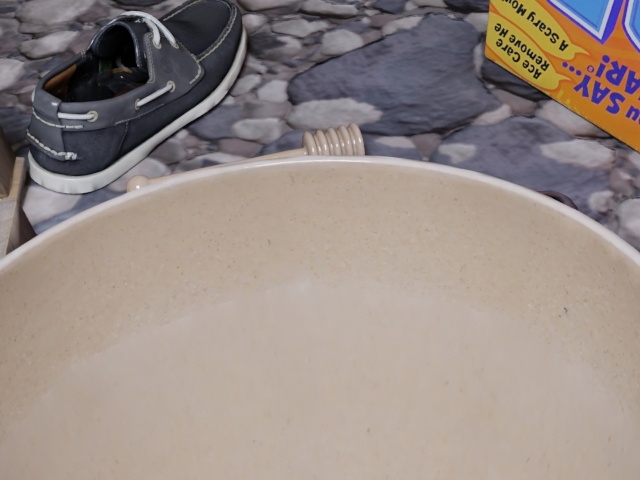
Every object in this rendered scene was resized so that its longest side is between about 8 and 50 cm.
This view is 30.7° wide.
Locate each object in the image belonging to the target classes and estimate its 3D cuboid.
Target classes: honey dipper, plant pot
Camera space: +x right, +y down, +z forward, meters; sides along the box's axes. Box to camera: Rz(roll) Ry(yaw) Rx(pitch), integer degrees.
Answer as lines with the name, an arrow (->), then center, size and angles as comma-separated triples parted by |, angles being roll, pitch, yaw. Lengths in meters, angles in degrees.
honey dipper -> -0.050, -0.048, 0.782 | 0.161, 0.030, 0.030 | -14, 42, -10
plant pot -> -0.002, 0.122, 0.445 | 0.284, 0.191, 0.284 | -4, 37, 3

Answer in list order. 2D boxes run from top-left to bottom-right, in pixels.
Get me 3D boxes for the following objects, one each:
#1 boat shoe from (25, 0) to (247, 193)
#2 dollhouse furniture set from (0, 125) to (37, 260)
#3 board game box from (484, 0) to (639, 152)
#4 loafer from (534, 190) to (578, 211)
boat shoe -> -0.123, -0.125, 0.834 | 0.084, 0.079, 0.233 | 18, 42, 22
dollhouse furniture set -> -0.254, 0.018, 0.655 | 0.212, 0.161, 0.242 | 2, 62, 2
board game box -> 0.372, -0.252, 0.765 | 0.356, 0.356, 0.356 | -26, 47, -27
loafer -> 0.000, 0.000, 0.670 | 0.303, 0.095, 0.109 | 5, 40, 6
